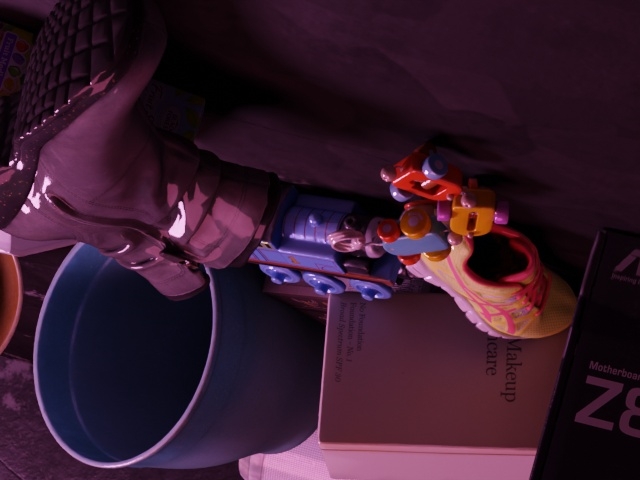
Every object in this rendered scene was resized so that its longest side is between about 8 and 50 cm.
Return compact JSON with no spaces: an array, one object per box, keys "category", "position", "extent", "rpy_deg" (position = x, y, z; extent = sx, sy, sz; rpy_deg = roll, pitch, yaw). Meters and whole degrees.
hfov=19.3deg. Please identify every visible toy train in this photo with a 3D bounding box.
[{"category":"toy train","position":[0.000,0.000,1.722],"extent":[0.184,0.080,0.105],"rpy_deg":[10,160,29]},{"category":"toy train","position":[0.079,-0.033,1.512],"extent":[0.125,0.046,0.166],"rpy_deg":[15,153,-22]}]

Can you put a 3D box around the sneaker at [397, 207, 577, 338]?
[{"category":"sneaker","position":[0.163,0.032,1.641],"extent":[0.208,0.081,0.094],"rpy_deg":[27,162,-36]}]

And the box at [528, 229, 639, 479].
[{"category":"box","position":[0.374,0.191,1.504],"extent":[0.395,0.318,0.097],"rpy_deg":[14,166,16]}]

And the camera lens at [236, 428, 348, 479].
[{"category":"camera lens","position":[0.046,0.214,2.244],"extent":[0.274,0.219,0.219],"rpy_deg":[15,167,7]}]

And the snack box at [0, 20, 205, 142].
[{"category":"snack box","position":[-0.220,-0.105,1.563],"extent":[0.207,0.070,0.174],"rpy_deg":[21,164,-16]}]

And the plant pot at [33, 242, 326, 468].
[{"category":"plant pot","position":[-0.125,0.124,2.041],"extent":[0.271,0.272,0.255],"rpy_deg":[5,172,42]}]

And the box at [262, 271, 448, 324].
[{"category":"box","position":[0.083,0.066,1.937],"extent":[0.231,0.056,0.183],"rpy_deg":[3,160,44]}]

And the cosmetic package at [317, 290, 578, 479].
[{"category":"cosmetic package","position":[0.160,0.140,1.756],"extent":[0.309,0.160,0.113],"rpy_deg":[0,155,8]}]

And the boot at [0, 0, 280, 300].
[{"category":"boot","position":[-0.123,-0.071,1.409],"extent":[0.222,0.118,0.338],"rpy_deg":[20,154,-20]}]

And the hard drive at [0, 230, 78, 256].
[{"category":"hard drive","position":[-0.348,-0.040,1.865],"extent":[0.307,0.040,0.203],"rpy_deg":[10,-165,34]}]

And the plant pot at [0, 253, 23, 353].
[{"category":"plant pot","position":[-0.495,0.043,2.284],"extent":[0.237,0.237,0.254],"rpy_deg":[21,-178,-18]}]
